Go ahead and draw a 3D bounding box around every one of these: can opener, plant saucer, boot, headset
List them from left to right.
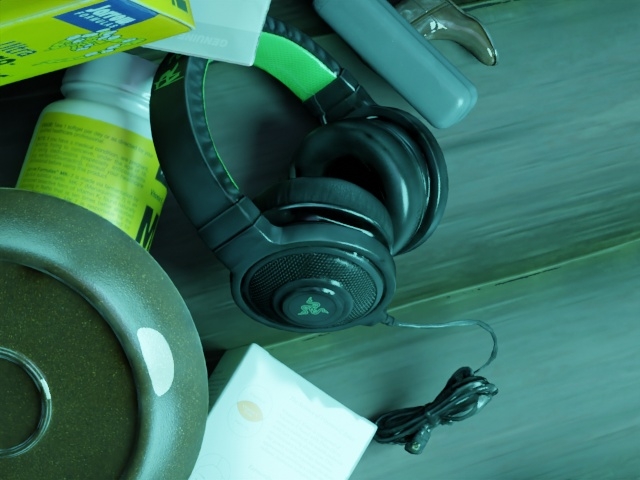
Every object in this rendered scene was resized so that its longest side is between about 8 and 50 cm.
[{"bbox_3d":[-0.241,0.117,1.226,0.310,0.050,0.311,1,103,6],"label":"plant saucer"},{"bbox_3d":[0.000,0.000,1.335,0.394,0.185,0.243,49,36,-10],"label":"headset"},{"bbox_3d":[0.035,-0.215,1.393,0.093,0.074,0.280,-42,86,19],"label":"can opener"},{"bbox_3d":[0.090,-0.172,1.456,0.114,0.037,0.106,-37,82,-22],"label":"boot"}]

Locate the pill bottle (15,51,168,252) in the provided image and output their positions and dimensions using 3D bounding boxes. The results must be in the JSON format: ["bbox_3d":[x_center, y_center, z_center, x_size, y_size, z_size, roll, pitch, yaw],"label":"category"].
[{"bbox_3d":[-0.184,-0.042,1.307,0.119,0.119,0.209,19,78,-15],"label":"pill bottle"}]

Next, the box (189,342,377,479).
[{"bbox_3d":[-0.058,0.191,1.334,0.130,0.091,0.170,35,75,-10],"label":"box"}]

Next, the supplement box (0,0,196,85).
[{"bbox_3d":[-0.300,-0.209,1.173,0.356,0.195,0.194,-13,88,12],"label":"supplement box"}]

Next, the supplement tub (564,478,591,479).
[{"bbox_3d":[0.280,0.371,1.351,0.228,0.228,0.316,13,79,-16],"label":"supplement tub"}]

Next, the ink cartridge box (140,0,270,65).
[{"bbox_3d":[-0.154,-0.274,1.308,0.296,0.066,0.261,12,77,12],"label":"ink cartridge box"}]
